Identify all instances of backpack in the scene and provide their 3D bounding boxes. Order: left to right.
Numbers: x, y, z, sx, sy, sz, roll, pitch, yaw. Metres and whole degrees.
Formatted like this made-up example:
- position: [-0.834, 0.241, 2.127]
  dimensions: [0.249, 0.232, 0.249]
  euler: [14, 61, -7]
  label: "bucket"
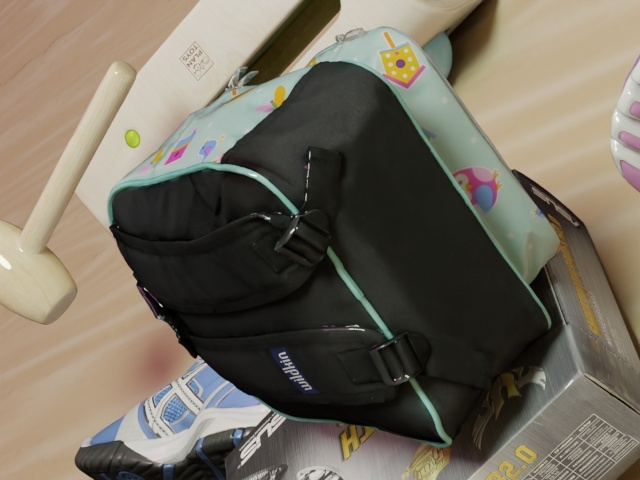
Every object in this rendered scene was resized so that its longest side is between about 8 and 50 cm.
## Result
- position: [0.000, 0.000, 0.817]
  dimensions: [0.188, 0.166, 0.144]
  euler: [-14, 30, 55]
  label: "backpack"

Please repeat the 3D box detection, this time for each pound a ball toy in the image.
- position: [-0.051, -0.067, 1.119]
  dimensions: [0.319, 0.136, 0.208]
  euler: [-45, -5, 32]
  label: "pound a ball toy"

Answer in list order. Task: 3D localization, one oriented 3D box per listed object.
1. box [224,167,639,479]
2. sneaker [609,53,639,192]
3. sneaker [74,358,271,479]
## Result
- position: [0.047, 0.099, 0.871]
  dimensions: [0.231, 0.056, 0.183]
  euler: [-47, 23, 21]
  label: "box"
- position: [0.202, -0.118, 0.782]
  dimensions: [0.104, 0.095, 0.236]
  euler: [-72, 4, -58]
  label: "sneaker"
- position: [-0.068, 0.115, 1.097]
  dimensions: [0.211, 0.080, 0.081]
  euler: [-17, 44, 44]
  label: "sneaker"
